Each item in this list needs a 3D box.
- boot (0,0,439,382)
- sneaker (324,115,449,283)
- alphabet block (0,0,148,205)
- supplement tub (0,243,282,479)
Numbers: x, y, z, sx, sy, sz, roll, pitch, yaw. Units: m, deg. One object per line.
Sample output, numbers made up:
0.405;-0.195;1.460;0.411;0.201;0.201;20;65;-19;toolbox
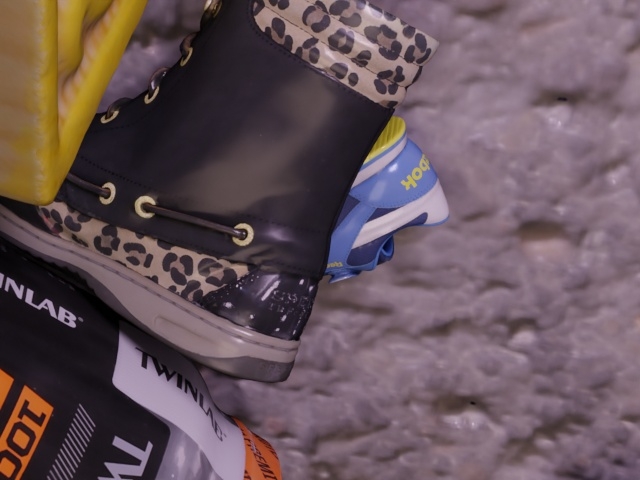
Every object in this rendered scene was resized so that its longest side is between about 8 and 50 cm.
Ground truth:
-0.073;-0.064;0.662;0.236;0.085;0.178;32;101;23;boot
0.000;0.000;0.703;0.144;0.053;0.059;-33;112;29;sneaker
-0.163;-0.158;0.531;0.197;0.192;0.193;15;143;2;alphabet block
-0.187;0.089;0.653;0.316;0.193;0.193;31;123;-21;supplement tub
